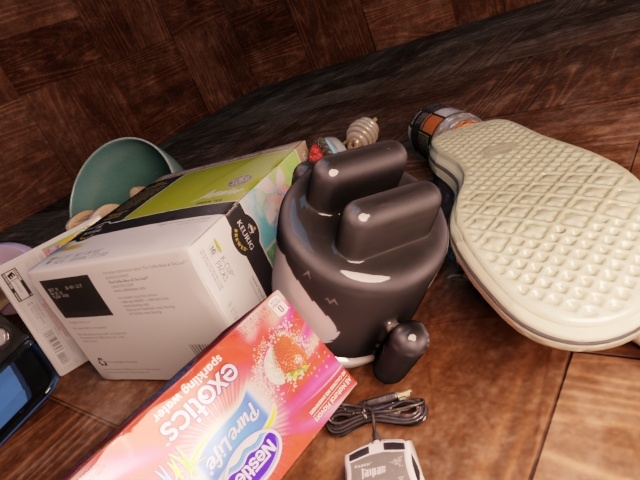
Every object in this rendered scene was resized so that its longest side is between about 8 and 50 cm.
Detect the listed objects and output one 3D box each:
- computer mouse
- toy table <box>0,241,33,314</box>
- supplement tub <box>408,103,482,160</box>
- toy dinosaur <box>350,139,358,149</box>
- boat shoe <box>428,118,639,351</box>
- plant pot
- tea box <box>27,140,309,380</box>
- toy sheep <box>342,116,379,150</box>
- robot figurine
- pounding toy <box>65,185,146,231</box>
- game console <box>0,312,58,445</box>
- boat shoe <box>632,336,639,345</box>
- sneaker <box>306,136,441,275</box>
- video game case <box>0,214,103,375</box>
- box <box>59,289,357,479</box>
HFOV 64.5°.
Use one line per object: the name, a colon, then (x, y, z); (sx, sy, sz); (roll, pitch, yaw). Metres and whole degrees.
computer mouse: (0.052, 0.206, 0.441); (0.106, 0.042, 0.193); (-14, 20, 9)
toy table: (-0.785, 0.112, 1.170); (0.274, 0.252, 0.161); (-25, 5, 22)
supplement tub: (0.256, -0.203, 1.008); (0.117, 0.117, 0.190); (-23, 25, 0)
toy dinosaur: (0.030, -0.082, 0.968); (0.200, 0.127, 0.296); (-40, 41, -18)
boat shoe: (0.232, -0.018, 0.596); (0.187, 0.156, 0.500); (-13, 22, 8)
plant pot: (-0.399, -0.073, 1.184); (0.290, 0.290, 0.195); (-15, -10, 18)
tea box: (-0.182, 0.030, 0.790); (0.329, 0.220, 0.323); (-7, 30, 32)
toy sheep: (0.111, -0.281, 1.338); (0.091, 0.091, 0.132); (5, 55, 47)
robot figurine: (0.031, 0.027, 0.549); (0.174, 0.278, 0.209); (14, 52, 1)
pounding toy: (-0.370, 0.010, 0.962); (0.155, 0.269, 0.154); (-11, -17, 26)
game console: (-0.562, 0.231, 0.715); (0.293, 0.250, 0.173); (-50, 7, -22)
boat shoe: (0.407, 0.013, 0.447); (0.302, 0.109, 0.098); (-31, 26, -4)
sneaker: (0.078, -0.045, 0.740); (0.125, 0.262, 0.104); (-24, -14, -36)
video game case: (-0.416, 0.093, 0.881); (0.193, 0.212, 0.023); (-32, 8, -18)
box: (-0.103, 0.182, 0.472); (0.257, 0.128, 0.122); (-41, 1, -36)
